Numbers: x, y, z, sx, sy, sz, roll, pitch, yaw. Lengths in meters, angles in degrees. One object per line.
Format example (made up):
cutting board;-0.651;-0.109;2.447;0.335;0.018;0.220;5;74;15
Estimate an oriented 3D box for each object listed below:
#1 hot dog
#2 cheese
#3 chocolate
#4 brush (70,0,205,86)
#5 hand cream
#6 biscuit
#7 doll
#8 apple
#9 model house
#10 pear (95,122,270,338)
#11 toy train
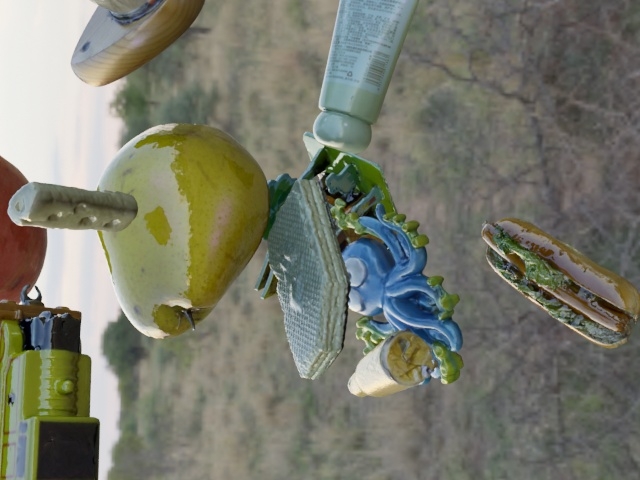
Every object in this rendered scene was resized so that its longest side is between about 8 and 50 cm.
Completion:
hot dog;0.410;0.068;1.789;0.337;0.100;0.135;38;135;34
cheese;-0.316;-0.041;1.302;0.065;0.194;0.043;-36;70;27
chocolate;0.087;0.189;1.455;0.219;0.085;0.086;135;137;-65
brush;-0.315;-0.372;1.568;0.267;0.166;0.174;-49;45;2
hand cream;0.065;-0.290;1.556;0.093;0.147;0.306;8;-82;-64
biscuit;-0.019;0.054;1.415;0.150;0.052;0.252;123;141;-46
doll;0.126;0.110;1.805;0.341;0.098;0.346;33;137;46
apple;-0.727;-0.026;2.009;0.364;0.363;0.364;-178;90;-80
model house;0.000;0.000;2.121;0.313;0.242;0.358;-50;-35;-20
pear;-0.212;-0.017;1.559;0.285;0.284;0.337;144;123;-78
toy train;-0.242;0.142;0.865;0.127;0.089;0.219;-17;68;48
